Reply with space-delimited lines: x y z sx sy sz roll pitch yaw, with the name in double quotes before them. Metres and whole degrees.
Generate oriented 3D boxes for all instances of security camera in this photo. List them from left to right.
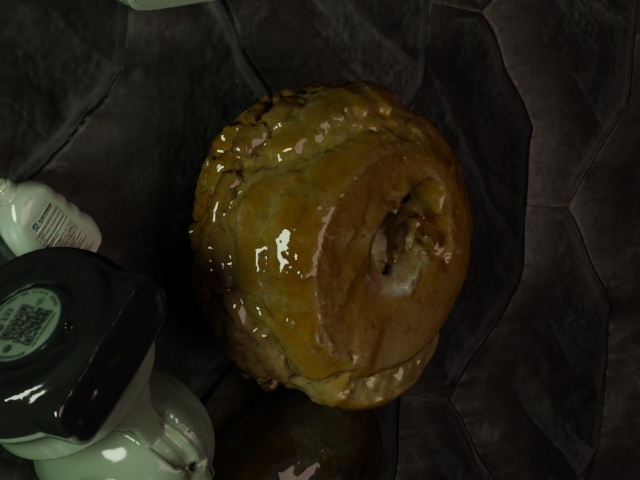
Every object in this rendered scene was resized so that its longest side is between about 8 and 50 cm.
"security camera" -0.210 0.155 1.480 0.197 0.191 0.277 -62 140 -28

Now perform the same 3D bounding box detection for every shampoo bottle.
"shampoo bottle" -0.271 -0.023 1.479 0.152 0.045 0.077 47 64 -45

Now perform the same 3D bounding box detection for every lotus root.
"lotus root" -0.014 0.258 1.764 0.260 0.149 0.267 -56 137 -25

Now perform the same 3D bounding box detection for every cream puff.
"cream puff" 0.000 0.000 1.657 0.327 0.231 0.343 -44 131 -33

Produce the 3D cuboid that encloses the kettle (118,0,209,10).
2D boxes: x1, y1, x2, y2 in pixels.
"kettle" -0.103 -0.354 1.494 0.318 0.205 0.265 -20 109 -49
